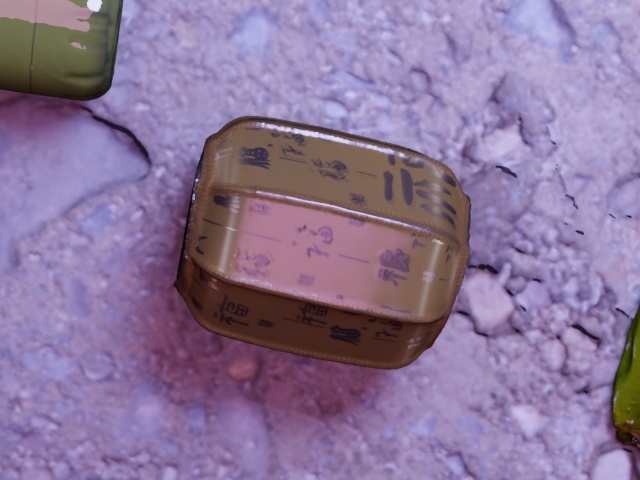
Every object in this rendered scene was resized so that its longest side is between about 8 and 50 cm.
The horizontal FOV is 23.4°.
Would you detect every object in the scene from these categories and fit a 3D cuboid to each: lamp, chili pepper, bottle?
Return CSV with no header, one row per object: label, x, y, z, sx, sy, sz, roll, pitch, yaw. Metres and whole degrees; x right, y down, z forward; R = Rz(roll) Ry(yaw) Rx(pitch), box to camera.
lamp,0.000,0.000,1.042,0.185,0.161,0.161,14,96,-5
chili pepper,0.255,0.061,1.131,0.052,0.050,0.201,24,98,28
bottle,-0.261,-0.162,1.012,0.260,0.112,0.112,8,97,-7
